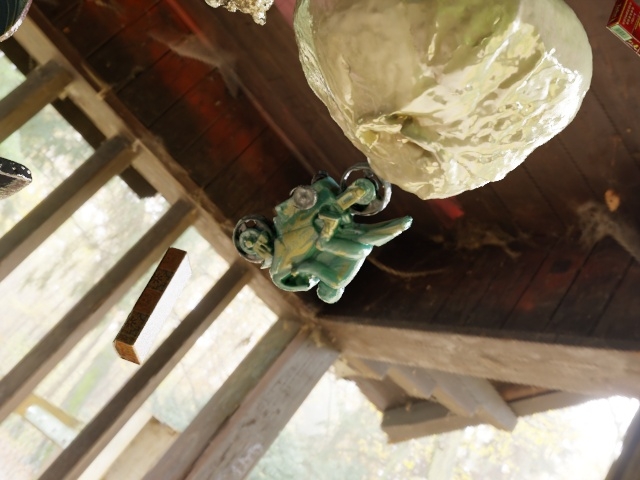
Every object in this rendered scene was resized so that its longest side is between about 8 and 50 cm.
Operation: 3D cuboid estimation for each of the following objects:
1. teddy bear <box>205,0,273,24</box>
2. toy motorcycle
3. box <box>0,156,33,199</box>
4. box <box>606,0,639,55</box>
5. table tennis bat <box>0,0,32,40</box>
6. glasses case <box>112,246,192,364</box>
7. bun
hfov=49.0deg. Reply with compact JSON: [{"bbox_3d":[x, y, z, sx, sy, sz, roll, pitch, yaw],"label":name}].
[{"bbox_3d":[-0.199,-0.629,1.642,0.256,0.156,0.267,57,-12,26],"label":"teddy bear"},{"bbox_3d":[0.002,-0.001,1.126,0.297,0.109,0.198,-30,-88,26],"label":"toy motorcycle"},{"bbox_3d":[-0.659,-0.126,1.300,0.213,0.042,0.201,16,-21,-42],"label":"box"},{"bbox_3d":[0.470,-0.319,1.051,0.082,0.051,0.023,31,-15,-19],"label":"box"},{"bbox_3d":[-0.489,-0.303,0.949,0.174,0.301,0.022,12,-16,0],"label":"table tennis bat"},{"bbox_3d":[-0.311,0.117,1.308,0.049,0.218,0.075,15,-36,12],"label":"glasses case"},{"bbox_3d":[0.132,-0.184,0.824,0.361,0.213,0.361,11,-24,5],"label":"bun"}]
